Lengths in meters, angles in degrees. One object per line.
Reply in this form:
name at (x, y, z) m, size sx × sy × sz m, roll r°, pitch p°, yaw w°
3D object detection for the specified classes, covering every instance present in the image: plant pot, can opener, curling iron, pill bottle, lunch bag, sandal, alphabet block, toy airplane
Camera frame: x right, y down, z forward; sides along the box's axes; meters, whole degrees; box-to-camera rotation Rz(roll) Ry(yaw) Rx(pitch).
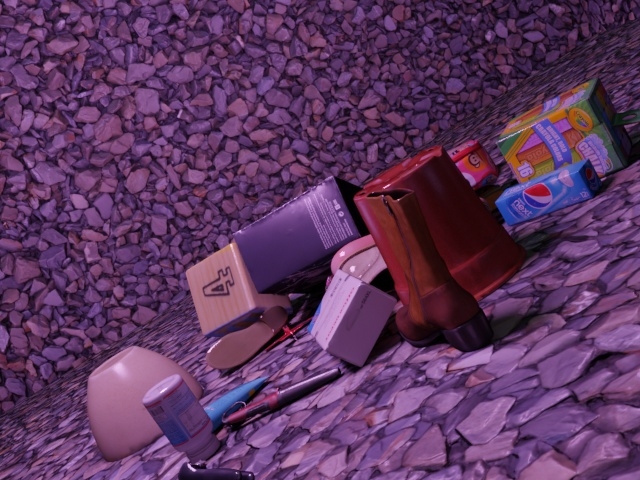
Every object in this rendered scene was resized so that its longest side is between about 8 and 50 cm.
plant pot at (0.215, -0.024, 1.426) m, size 0.272 × 0.265 × 0.272 m, roll -32°, pitch 9°, yaw 6°
can opener at (-0.173, 0.394, 1.199) m, size 0.186 × 0.073 × 0.059 m, roll -21°, pitch -25°, yaw 39°
plant pot at (-0.461, 0.375, 1.794) m, size 0.284 × 0.190 × 0.284 m, roll -32°, pitch 9°, yaw 6°
curling iron at (-0.081, 0.299, 1.412) m, size 0.274 × 0.035 × 0.068 m, roll -29°, pitch 10°, yaw 21°
pill bottle at (-0.262, 0.342, 1.388) m, size 0.087 × 0.160 × 0.087 m, roll -31°, pitch 9°, yaw 6°
lunch bag at (0.311, -0.137, 1.813) m, size 0.258 × 0.120 × 0.293 m, roll -34°, pitch -2°, yaw 15°
sandal at (-0.181, 0.264, 1.880) m, size 0.240 × 0.088 × 0.079 m, roll -36°, pitch -23°, yaw -15°
alphabet block at (-0.221, 0.141, 1.995) m, size 0.193 × 0.197 × 0.192 m, roll -29°, pitch -23°, yaw 26°
toy airplane at (-0.079, 0.229, 1.806) m, size 0.151 × 0.028 × 0.151 m, roll -32°, pitch 9°, yaw 6°

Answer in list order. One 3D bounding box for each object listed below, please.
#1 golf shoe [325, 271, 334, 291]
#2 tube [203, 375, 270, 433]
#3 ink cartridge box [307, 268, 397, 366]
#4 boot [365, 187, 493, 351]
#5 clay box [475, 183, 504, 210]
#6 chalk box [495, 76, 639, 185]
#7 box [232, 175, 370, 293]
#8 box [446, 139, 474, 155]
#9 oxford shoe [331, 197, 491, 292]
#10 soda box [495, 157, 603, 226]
golf shoe at (0.075, 0.110, 1.867) m, size 0.086 × 0.067 × 0.186 m, roll 15°, pitch 11°, yaw 15°
tube at (-0.195, 0.344, 1.534) m, size 0.080 × 0.052 × 0.207 m, roll -17°, pitch 12°, yaw 43°
ink cartridge box at (0.057, 0.148, 1.434) m, size 0.148 × 0.086 × 0.203 m, roll -62°, pitch 12°, yaw -1°
boot at (0.143, 0.048, 1.225) m, size 0.096 × 0.280 × 0.264 m, roll -34°, pitch 9°, yaw -10°
clay box at (0.352, -0.063, 1.849) m, size 0.222 × 0.053 × 0.127 m, roll -32°, pitch 7°, yaw -7°
chalk box at (0.573, -0.233, 1.620) m, size 0.289 × 0.179 × 0.180 m, roll -26°, pitch 11°, yaw 34°
box at (0.000, 0.000, 1.943) m, size 0.313 × 0.178 × 0.343 m, roll -28°, pitch -14°, yaw 19°
box at (0.389, -0.180, 2.118) m, size 0.149 × 0.126 × 0.232 m, roll -26°, pitch 10°, yaw 30°
oxford shoe at (0.230, 0.031, 1.646) m, size 0.397 × 0.140 × 0.146 m, roll -26°, pitch 44°, yaw -6°
soda box at (0.486, -0.101, 1.561) m, size 0.210 × 0.067 × 0.071 m, roll -23°, pitch 12°, yaw 47°
